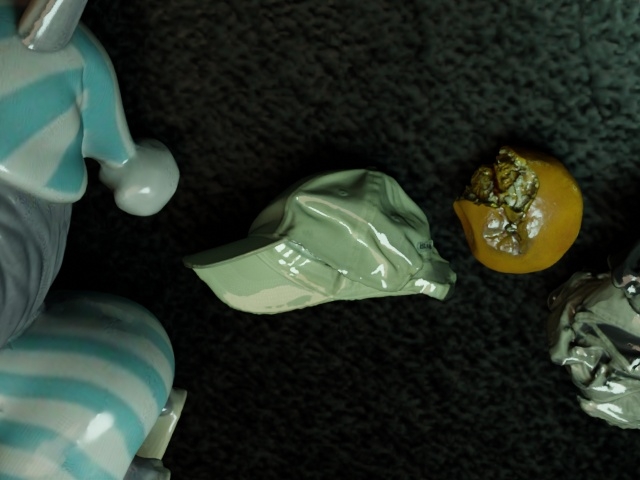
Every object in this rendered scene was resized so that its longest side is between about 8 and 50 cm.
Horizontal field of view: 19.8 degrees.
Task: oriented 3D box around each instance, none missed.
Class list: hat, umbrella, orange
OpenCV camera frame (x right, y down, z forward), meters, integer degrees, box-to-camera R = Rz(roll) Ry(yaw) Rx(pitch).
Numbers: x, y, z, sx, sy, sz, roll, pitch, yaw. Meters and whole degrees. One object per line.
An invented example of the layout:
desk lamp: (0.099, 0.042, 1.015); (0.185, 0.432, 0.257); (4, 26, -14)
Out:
hat: (-0.004, 0.005, 1.212); (0.166, 0.081, 0.122); (-14, 151, 16)
umbrella: (0.282, -0.019, 1.134); (0.113, 0.106, 0.358); (40, 115, -8)
orange: (0.129, -0.015, 1.182); (0.086, 0.062, 0.086); (3, 120, 5)

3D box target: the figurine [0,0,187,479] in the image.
figurine: (-0.192, -0.033, 1.113); (0.361, 0.266, 0.378); (26, 118, -12)
